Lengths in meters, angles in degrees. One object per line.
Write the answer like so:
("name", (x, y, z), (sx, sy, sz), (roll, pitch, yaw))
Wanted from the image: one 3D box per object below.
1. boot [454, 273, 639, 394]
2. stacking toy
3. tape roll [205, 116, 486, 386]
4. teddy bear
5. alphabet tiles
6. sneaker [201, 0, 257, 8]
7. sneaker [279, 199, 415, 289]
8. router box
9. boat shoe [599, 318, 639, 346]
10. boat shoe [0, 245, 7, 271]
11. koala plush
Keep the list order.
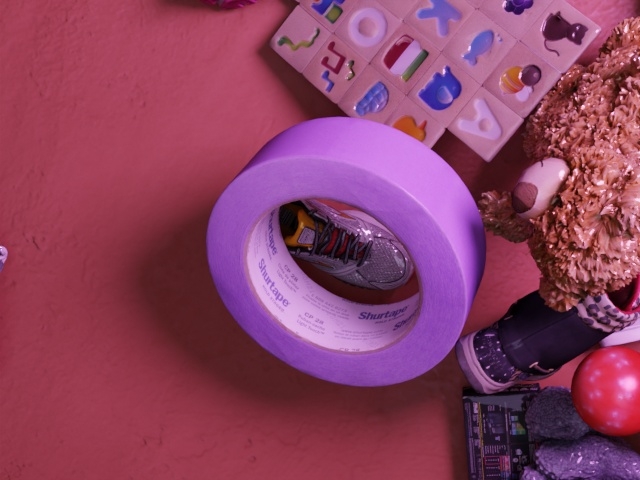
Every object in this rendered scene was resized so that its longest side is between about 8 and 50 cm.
("boot", (0.263, 0.076, 0.979), (0.179, 0.236, 0.085), (-36, 75, 37))
("stacking toy", (0.411, 0.175, 0.993), (0.331, 0.141, 0.141), (8, 102, -14))
("tape roll", (0.025, 0.016, 0.983), (0.275, 0.090, 0.274), (12, 127, 17))
("teddy bear", (0.249, -0.094, 0.919), (0.113, 0.245, 0.338), (41, 60, -19))
("alphabet tiles", (0.107, -0.253, 1.017), (0.342, 0.011, 0.285), (44, 103, 20))
("sneaker", (-0.033, -0.331, 1.022), (0.252, 0.103, 0.111), (-7, 83, 21))
("sneaker", (0.000, 0.000, 1.094), (0.225, 0.093, 0.088), (22, 102, 3))
("router box", (0.217, 0.231, 1.132), (0.092, 0.038, 0.122), (-4, 100, 9))
("boat shoe", (0.390, 0.064, 1.069), (0.184, 0.066, 0.063), (-24, 82, 14))
("boat shoe", (-0.439, 0.031, 1.177), (0.099, 0.116, 0.319), (2, 95, -36))
("koala plush", (0.314, 0.294, 1.016), (0.203, 0.221, 0.196), (31, 88, -20))
